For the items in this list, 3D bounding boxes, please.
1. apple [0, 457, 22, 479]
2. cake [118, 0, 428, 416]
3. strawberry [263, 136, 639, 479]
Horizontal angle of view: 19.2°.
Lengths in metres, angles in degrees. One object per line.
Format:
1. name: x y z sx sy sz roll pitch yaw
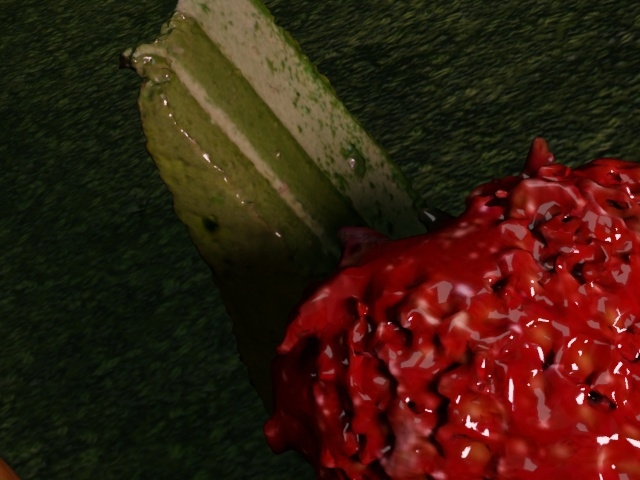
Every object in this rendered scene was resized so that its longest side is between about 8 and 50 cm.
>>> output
1. apple: -0.254 0.170 0.797 0.309 0.314 0.252 -52 -6 -37
2. cake: 0.005 -0.013 0.833 0.099 0.235 0.100 0 44 26
3. strawberry: 0.091 0.065 0.688 0.184 0.187 0.201 -59 41 15
